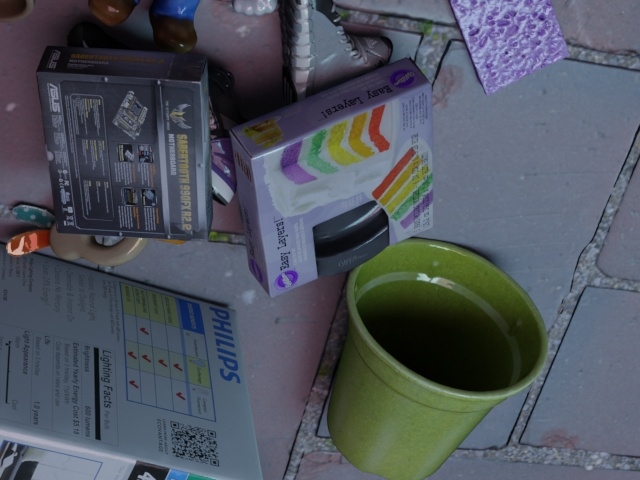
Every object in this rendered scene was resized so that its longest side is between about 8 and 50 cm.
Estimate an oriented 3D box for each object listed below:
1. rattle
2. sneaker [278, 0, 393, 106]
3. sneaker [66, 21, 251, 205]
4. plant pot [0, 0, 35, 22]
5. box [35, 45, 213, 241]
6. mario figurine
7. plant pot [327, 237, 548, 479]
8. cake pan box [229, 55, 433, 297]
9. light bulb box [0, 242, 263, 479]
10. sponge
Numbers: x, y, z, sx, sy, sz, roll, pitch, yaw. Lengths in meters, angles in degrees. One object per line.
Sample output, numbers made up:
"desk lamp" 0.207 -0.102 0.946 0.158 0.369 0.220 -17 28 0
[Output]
"rattle" -0.277 -0.021 1.758 0.199 0.143 0.130 -23 94 21
"sneaker" 0.022 -0.250 1.647 0.132 0.086 0.229 -10 135 -12
"sneaker" -0.174 -0.178 1.652 0.124 0.107 0.283 -49 119 -8
"plant pot" -0.401 -0.325 1.449 0.237 0.237 0.110 20 76 -24
"box" -0.217 -0.106 1.576 0.183 0.056 0.231 3 130 2
"mario figurine" -0.127 -0.342 1.486 0.198 0.170 0.320 -8 142 -50
"plant pot" 0.128 0.182 1.862 0.276 0.276 0.254 8 132 -17
"cake pan box" 0.020 -0.071 1.703 0.245 0.070 0.267 -21 140 -15
"light bulb box" -0.292 0.223 1.717 0.361 0.358 0.225 18 120 -21
"sponge" 0.220 -0.287 1.688 0.117 0.031 0.210 -24 125 4
